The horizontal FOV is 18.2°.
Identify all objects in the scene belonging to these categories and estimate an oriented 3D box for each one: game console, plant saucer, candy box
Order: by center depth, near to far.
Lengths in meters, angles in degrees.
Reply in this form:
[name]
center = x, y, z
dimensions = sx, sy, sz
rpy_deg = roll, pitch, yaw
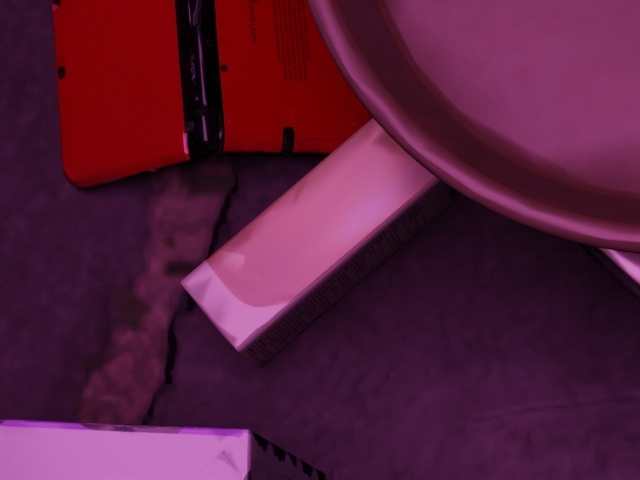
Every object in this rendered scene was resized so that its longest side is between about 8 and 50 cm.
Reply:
[plant saucer]
center = 0.127, -0.129, 0.720
dimensions = 0.278, 0.041, 0.277
rpy_deg = -1, 80, 8
[candy box]
center = -0.092, 0.113, 0.778
dimensions = 0.165, 0.196, 0.070
rpy_deg = 1, 79, 8
[game console]
center = -0.050, -0.100, 0.905
dimensions = 0.124, 0.085, 0.144
rpy_deg = 0, 79, -23

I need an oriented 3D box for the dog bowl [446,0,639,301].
[dog bowl]
center = 0.255, -0.124, 0.796
dimensions = 0.408, 0.150, 0.408
rpy_deg = -1, 80, 8

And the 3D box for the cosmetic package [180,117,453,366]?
[cosmetic package]
center = 0.000, 0.000, 0.856
dimensions = 0.115, 0.060, 0.041
rpy_deg = -40, 77, -2
